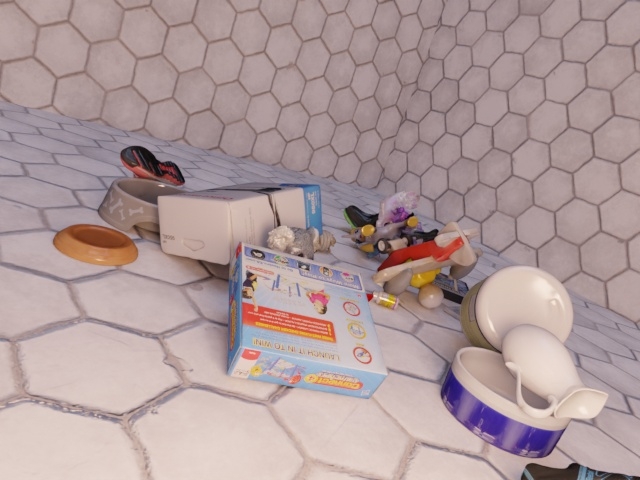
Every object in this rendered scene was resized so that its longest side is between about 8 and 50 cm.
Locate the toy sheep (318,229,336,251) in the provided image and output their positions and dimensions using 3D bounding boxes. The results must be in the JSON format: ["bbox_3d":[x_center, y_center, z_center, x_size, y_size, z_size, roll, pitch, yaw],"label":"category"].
[{"bbox_3d":[0.000,0.000,1.939,0.132,0.091,0.091,5,20,-30],"label":"toy sheep"}]

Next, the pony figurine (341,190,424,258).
[{"bbox_3d":[0.282,-0.040,2.093,0.350,0.303,0.363,-11,4,-8],"label":"pony figurine"}]

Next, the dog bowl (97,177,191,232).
[{"bbox_3d":[-0.506,-0.101,1.603,0.348,0.102,0.349,19,15,-5],"label":"dog bowl"}]

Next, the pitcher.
[{"bbox_3d":[0.449,0.273,1.052,0.177,0.126,0.207,-2,33,-19],"label":"pitcher"}]

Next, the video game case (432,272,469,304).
[{"bbox_3d":[0.462,0.167,2.026,0.274,0.035,0.248,21,14,4],"label":"video game case"}]

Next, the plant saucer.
[{"bbox_3d":[-0.557,0.004,1.274,0.199,0.037,0.200,19,14,-5],"label":"plant saucer"}]

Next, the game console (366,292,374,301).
[{"bbox_3d":[0.054,0.154,1.433,0.143,0.085,0.124,12,16,-28],"label":"game console"}]

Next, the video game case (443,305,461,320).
[{"bbox_3d":[0.526,0.271,1.755,0.143,0.019,0.157,6,20,-43],"label":"video game case"}]

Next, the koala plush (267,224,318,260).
[{"bbox_3d":[-0.088,0.062,1.308,0.203,0.221,0.196,28,17,32],"label":"koala plush"}]

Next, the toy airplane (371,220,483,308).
[{"bbox_3d":[0.374,0.092,1.712,0.385,0.273,0.384,-11,-4,10],"label":"toy airplane"}]

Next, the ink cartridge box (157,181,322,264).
[{"bbox_3d":[-0.220,-0.067,1.468,0.285,0.166,0.394,6,15,34],"label":"ink cartridge box"}]

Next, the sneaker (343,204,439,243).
[{"bbox_3d":[0.337,-0.069,2.395,0.482,0.202,0.185,24,14,15],"label":"sneaker"}]

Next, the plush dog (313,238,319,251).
[{"bbox_3d":[-0.144,-0.050,1.783,0.225,0.211,0.262,-12,21,-13],"label":"plush dog"}]

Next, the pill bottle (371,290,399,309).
[{"bbox_3d":[0.201,0.185,1.596,0.083,0.043,0.043,19,14,1],"label":"pill bottle"}]

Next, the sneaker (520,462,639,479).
[{"bbox_3d":[0.506,0.442,0.888,0.340,0.125,0.139,15,10,-25],"label":"sneaker"}]

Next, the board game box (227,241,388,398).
[{"bbox_3d":[-0.038,0.162,1.075,0.308,0.086,0.302,16,35,-20],"label":"board game box"}]

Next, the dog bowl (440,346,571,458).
[{"bbox_3d":[0.409,0.351,1.131,0.264,0.104,0.265,18,15,-5],"label":"dog bowl"}]

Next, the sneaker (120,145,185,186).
[{"bbox_3d":[-0.603,-0.223,1.771,0.116,0.136,0.314,61,11,16],"label":"sneaker"}]

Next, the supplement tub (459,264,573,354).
[{"bbox_3d":[0.513,0.205,1.388,0.235,0.236,0.325,22,-10,9],"label":"supplement tub"}]
